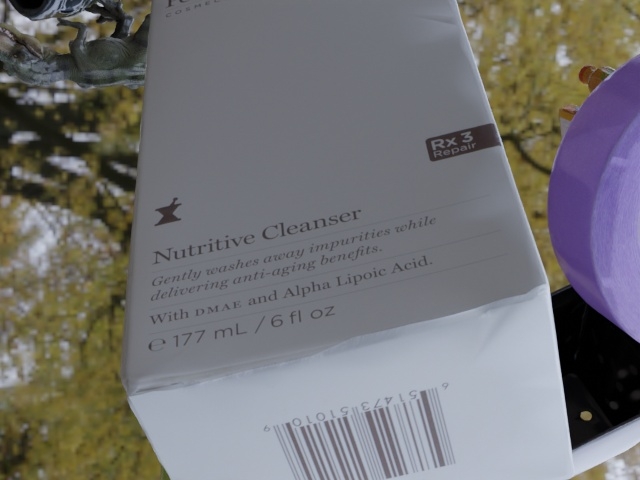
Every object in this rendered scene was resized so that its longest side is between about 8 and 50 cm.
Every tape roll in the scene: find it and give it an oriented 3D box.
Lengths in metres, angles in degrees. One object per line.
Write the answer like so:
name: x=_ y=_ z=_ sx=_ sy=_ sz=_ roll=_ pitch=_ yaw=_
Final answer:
tape roll: x=0.341 y=-0.035 z=1.013 sx=0.090 sy=0.275 sz=0.275 roll=-132 pitch=-133 yaw=-68

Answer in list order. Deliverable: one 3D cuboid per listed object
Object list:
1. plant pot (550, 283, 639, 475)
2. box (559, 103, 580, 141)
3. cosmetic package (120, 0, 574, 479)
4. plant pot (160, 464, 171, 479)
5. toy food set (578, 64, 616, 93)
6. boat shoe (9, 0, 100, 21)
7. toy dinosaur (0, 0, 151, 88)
plant pot: x=0.290 y=0.190 z=1.394 sx=0.167 sy=0.188 sz=0.187 roll=82 pitch=-19 yaw=-53
box: x=0.382 y=-0.122 z=1.671 sx=0.081 sy=0.028 sz=0.136 roll=36 pitch=-32 yaw=51
cosmetic package: x=0.007 y=-0.025 z=0.723 sx=0.385 sy=0.217 sz=0.156 roll=-100 pitch=174 yaw=-48
plant pot: x=-0.025 y=0.338 z=1.331 sx=0.275 sy=0.293 sz=0.275 roll=177 pitch=-90 yaw=-86
toy food set: x=0.437 y=-0.226 z=1.411 sx=0.232 sy=0.111 sz=0.104 roll=-39 pitch=-151 yaw=2
boat shoe: x=-0.294 y=-0.355 z=1.040 sx=0.127 sy=0.113 sz=0.340 roll=-1 pitch=-62 yaw=27
toy dinosaur: x=-0.154 y=-0.177 z=1.032 sx=0.064 sy=0.268 sz=0.118 roll=105 pitch=-17 yaw=-51
